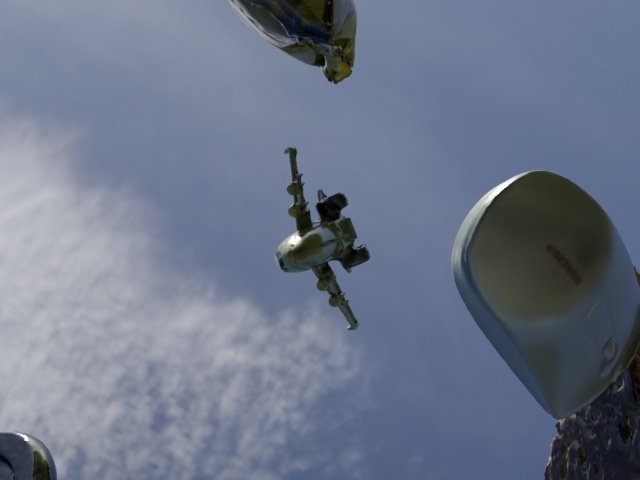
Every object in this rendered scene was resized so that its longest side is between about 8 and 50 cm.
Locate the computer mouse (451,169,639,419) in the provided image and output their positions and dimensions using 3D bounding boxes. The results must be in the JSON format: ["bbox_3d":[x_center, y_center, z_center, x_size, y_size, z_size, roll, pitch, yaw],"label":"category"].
[{"bbox_3d":[0.184,0.044,1.136,0.128,0.079,0.231,-50,-54,-10],"label":"computer mouse"}]

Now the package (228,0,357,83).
[{"bbox_3d":[-0.045,-0.223,1.138,0.090,0.168,0.226,-37,-99,1],"label":"package"}]

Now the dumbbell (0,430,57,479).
[{"bbox_3d":[-0.327,0.190,1.152,0.290,0.192,0.192,48,-141,-32],"label":"dumbbell"}]

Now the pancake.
[{"bbox_3d":[0.268,0.163,1.382,0.057,0.244,0.266,1,-131,-24],"label":"pancake"}]

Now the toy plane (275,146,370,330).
[{"bbox_3d":[0.000,0.000,0.771,0.111,0.040,0.102,-41,-72,-82],"label":"toy plane"}]
